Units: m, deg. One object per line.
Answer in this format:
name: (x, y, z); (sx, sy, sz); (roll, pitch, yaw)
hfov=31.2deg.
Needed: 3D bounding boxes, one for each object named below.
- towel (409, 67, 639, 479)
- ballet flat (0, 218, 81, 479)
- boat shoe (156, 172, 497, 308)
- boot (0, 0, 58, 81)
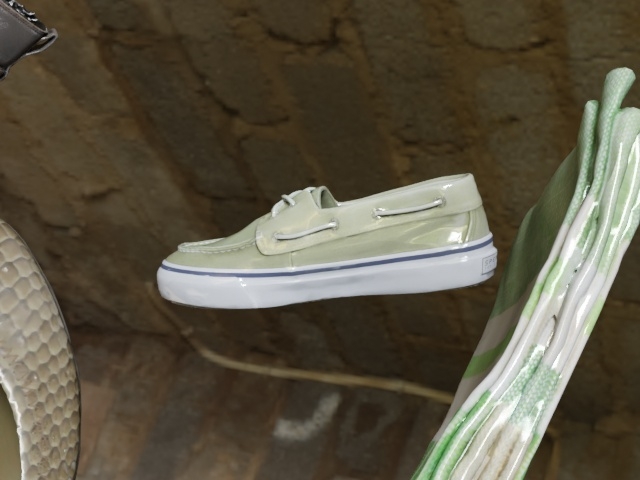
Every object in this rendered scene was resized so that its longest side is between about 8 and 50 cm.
towel: (0.034, 0.112, 0.449); (0.325, 0.038, 0.248); (-62, 173, -11)
ballet flat: (-0.124, 0.102, 0.370); (0.058, 0.084, 0.250); (34, 47, -63)
boat shoe: (0.000, 0.000, 0.988); (0.109, 0.302, 0.094); (-32, 115, -73)
boot: (-0.415, -0.192, 1.092); (0.263, 0.091, 0.229); (29, 110, -31)
